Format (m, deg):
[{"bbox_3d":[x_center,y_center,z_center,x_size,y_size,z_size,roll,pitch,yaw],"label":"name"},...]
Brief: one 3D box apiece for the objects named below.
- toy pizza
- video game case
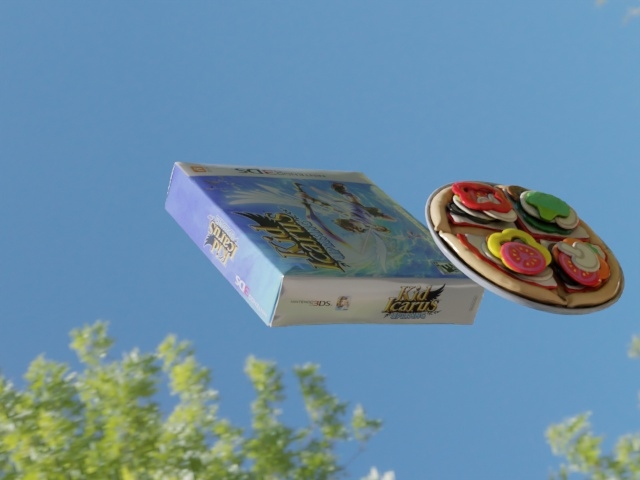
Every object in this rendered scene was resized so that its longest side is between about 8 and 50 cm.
[{"bbox_3d":[0.195,-0.004,1.230,0.201,0.032,0.201,15,-148,-10],"label":"toy pizza"},{"bbox_3d":[0.000,0.000,1.378,0.244,0.269,0.061,0,-64,-31],"label":"video game case"}]
